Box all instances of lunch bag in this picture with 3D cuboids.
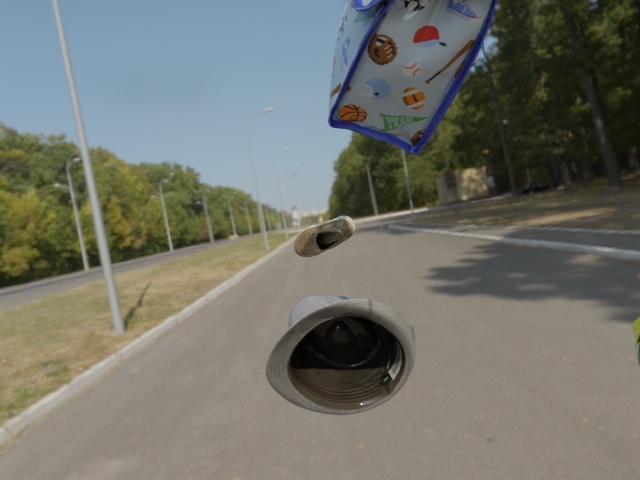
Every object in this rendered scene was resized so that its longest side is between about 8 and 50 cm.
[{"bbox_3d":[0.157,-0.411,0.982,0.238,0.328,0.385,14,-35,-13],"label":"lunch bag"}]

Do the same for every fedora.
[{"bbox_3d":[0.031,0.178,0.988,0.275,0.244,0.124,28,19,-27],"label":"fedora"}]

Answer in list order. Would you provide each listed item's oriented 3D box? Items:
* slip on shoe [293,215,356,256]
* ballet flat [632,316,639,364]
[{"bbox_3d":[0.000,0.000,0.959,0.135,0.051,0.041,-20,19,38],"label":"slip on shoe"},{"bbox_3d":[0.452,0.135,0.754,0.077,0.077,0.231,18,-17,32],"label":"ballet flat"}]
